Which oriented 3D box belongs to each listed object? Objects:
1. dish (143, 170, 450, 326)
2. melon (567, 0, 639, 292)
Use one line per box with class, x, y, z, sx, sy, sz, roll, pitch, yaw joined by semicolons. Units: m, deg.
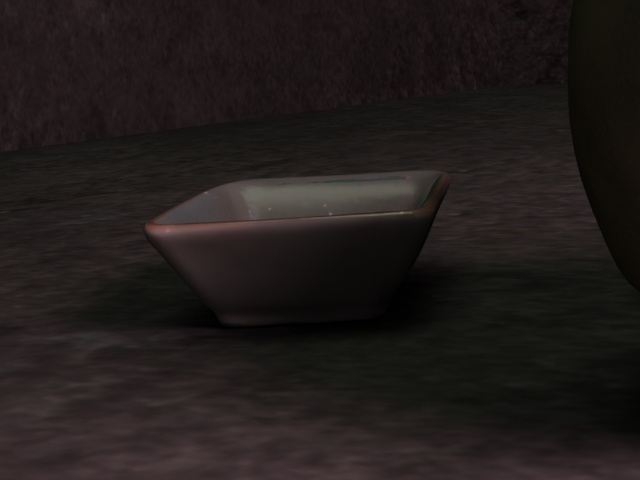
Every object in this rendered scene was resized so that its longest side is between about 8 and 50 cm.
dish;0.000;0.000;0.781;0.154;0.064;0.234;-3;10;10
melon;0.224;-0.072;0.466;0.308;0.272;0.272;-41;15;-7
